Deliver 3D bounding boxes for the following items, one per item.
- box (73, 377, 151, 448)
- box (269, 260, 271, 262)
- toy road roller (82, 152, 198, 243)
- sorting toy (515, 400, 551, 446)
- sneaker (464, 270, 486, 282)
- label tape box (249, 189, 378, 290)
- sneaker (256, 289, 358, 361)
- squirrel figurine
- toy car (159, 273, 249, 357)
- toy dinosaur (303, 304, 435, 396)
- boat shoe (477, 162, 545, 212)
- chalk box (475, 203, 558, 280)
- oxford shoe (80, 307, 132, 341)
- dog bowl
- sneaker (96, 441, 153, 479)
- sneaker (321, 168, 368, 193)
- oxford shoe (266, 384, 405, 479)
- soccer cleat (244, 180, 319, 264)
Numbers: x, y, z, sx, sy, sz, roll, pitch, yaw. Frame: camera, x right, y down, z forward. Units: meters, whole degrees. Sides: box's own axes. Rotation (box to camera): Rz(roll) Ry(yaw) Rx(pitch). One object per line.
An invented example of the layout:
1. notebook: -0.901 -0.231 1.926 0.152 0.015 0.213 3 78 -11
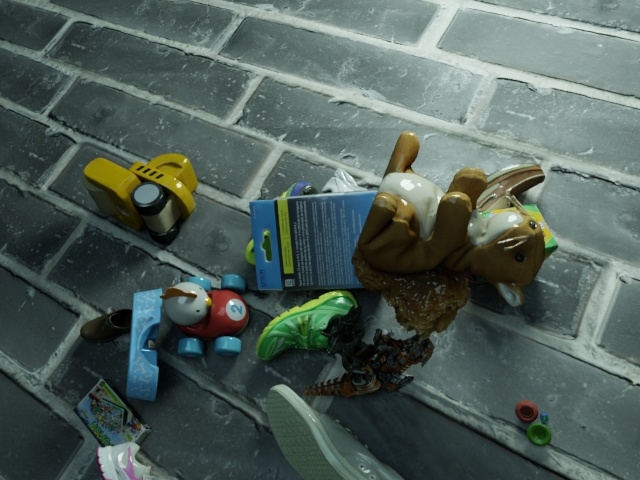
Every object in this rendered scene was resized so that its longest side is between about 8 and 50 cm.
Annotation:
1. box: -0.561 0.483 1.374 0.207 0.036 0.114 35 77 25
2. box: -0.091 0.000 1.493 0.186 0.038 0.145 -10 62 9
3. toy road roller: -0.537 -0.167 1.598 0.329 0.202 0.241 23 60 17
4. sorting toy: 0.487 0.410 1.160 0.061 0.042 0.102 -30 73 16
5. sneaker: 0.385 0.074 1.332 0.119 0.057 0.047 15 67 19
6. label tape box: 0.000 0.000 1.368 0.347 0.115 0.249 -3 98 14
7. sneaker: -0.033 0.235 1.325 0.295 0.109 0.123 -29 58 -2
8. squirrel figurine: 0.272 0.024 1.125 0.370 0.397 0.281 21 39 4
9. toy car: -0.318 0.175 1.350 0.210 0.238 0.219 -5 64 11
10. toy dinosaur: 0.109 0.297 1.234 0.322 0.164 0.218 -35 105 -11
11. boat shoe: 0.447 -0.094 1.373 0.324 0.122 0.120 -25 67 10
12. chalk box: 0.444 0.009 1.273 0.213 0.132 0.132 -10 62 -13
13. oxford shoe: -0.599 0.234 1.472 0.227 0.096 0.083 -15 64 8
14. dog bowl: -0.467 0.273 1.352 0.074 0.166 0.297 5 79 -20
15. sneaker: -0.458 0.609 1.249 0.111 0.103 0.252 -17 77 -31
16. sneaker: 0.093 -0.105 1.482 0.115 0.090 0.232 -45 54 -2
17. oxford shoe: 0.038 0.497 1.181 0.130 0.169 0.449 -18 42 -43
18. soccer cleat: -0.116 -0.050 1.469 0.289 0.093 0.121 -51 33 -9
